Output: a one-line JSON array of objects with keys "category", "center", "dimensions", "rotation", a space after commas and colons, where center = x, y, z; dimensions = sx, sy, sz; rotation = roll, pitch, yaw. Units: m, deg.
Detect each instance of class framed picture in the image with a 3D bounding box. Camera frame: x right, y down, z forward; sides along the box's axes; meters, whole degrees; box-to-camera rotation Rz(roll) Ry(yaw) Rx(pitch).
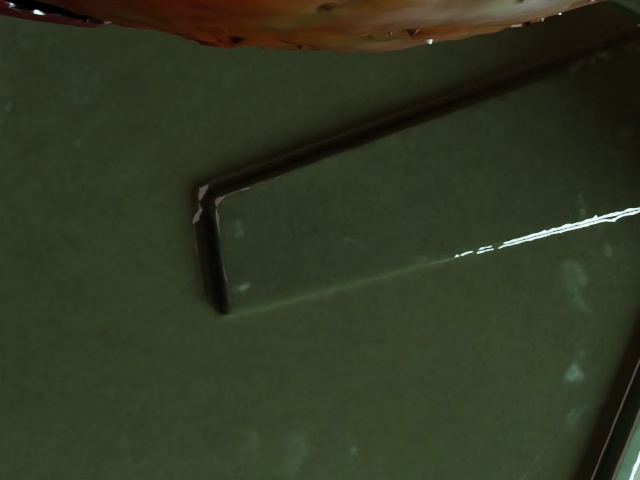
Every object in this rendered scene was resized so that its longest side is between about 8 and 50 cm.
[{"category": "framed picture", "center": [0.000, 0.000, 0.553], "dimensions": [0.289, 0.020, 0.211], "rotation": [19, 94, -35]}]

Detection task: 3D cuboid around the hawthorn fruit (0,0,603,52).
[{"category": "hawthorn fruit", "center": [0.005, -0.183, 0.343], "dimensions": [0.316, 0.316, 0.316], "rotation": [-10, 110, -30]}]
